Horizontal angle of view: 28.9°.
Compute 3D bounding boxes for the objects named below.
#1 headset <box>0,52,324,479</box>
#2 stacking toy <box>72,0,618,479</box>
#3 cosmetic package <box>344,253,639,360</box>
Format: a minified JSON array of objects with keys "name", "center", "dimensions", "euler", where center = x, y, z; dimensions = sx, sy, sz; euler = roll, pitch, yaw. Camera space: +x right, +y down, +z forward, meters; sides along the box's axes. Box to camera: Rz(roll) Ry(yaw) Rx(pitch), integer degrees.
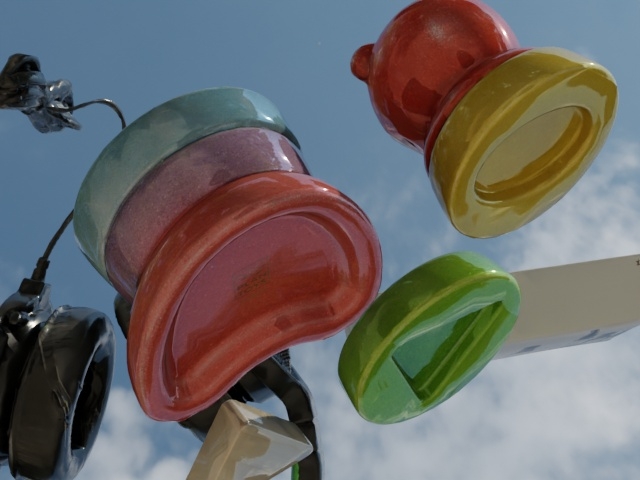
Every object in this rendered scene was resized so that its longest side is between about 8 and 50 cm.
[{"name":"headset","center":[-0.138,0.080,0.816],"dimensions":[0.243,0.185,0.394],"euler":[-14,-97,1]},{"name":"stacking toy","center":[0.000,0.000,0.738],"dimensions":[0.309,0.130,0.279],"euler":[-22,-37,-26]},{"name":"cosmetic package","center":[0.147,0.065,1.024],"dimensions":[0.239,0.099,0.060],"euler":[-8,-106,-14]}]
